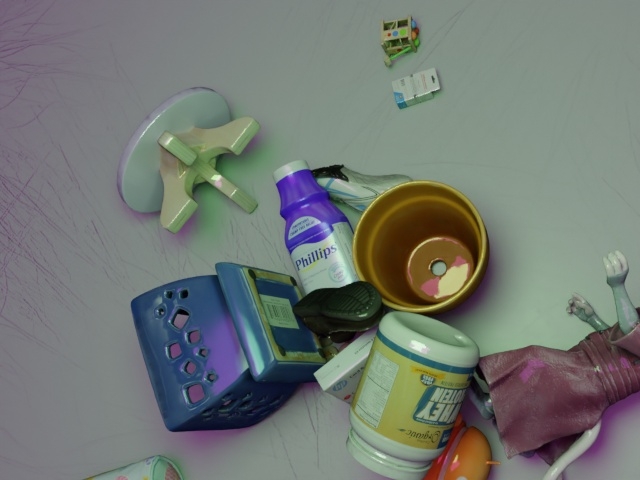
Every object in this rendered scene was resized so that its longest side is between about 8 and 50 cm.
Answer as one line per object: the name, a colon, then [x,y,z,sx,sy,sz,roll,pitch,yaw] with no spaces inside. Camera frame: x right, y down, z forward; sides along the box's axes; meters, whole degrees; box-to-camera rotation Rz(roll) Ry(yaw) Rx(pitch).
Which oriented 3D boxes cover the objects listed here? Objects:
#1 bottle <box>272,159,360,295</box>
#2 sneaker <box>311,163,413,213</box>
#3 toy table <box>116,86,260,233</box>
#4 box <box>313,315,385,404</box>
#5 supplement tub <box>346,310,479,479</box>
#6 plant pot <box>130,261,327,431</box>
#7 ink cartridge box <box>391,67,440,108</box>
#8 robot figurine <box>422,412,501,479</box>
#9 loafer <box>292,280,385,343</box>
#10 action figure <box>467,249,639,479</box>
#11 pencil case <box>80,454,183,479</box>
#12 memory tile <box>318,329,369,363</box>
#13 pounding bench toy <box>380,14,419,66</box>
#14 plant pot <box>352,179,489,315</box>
bottle: [0.000,0.000,1.281,0.118,0.092,0.282,-27,79,25]
sneaker: [0.060,-0.085,1.336,0.237,0.085,0.086,13,116,32]
toy table: [-0.239,-0.144,1.390,0.161,0.252,0.274,36,99,42]
box: [0.093,0.203,1.180,0.145,0.186,0.038,-39,53,6]
supplement tub: [0.124,0.214,1.035,0.144,0.144,0.199,22,101,24]
plant pot: [-0.138,0.167,1.234,0.212,0.236,0.236,-30,67,22]
ink cartridge box: [0.177,-0.280,1.368,0.083,0.028,0.048,-16,71,16]
robot figurine: [0.168,0.322,1.151,0.219,0.128,0.158,21,84,24]
loafer: [0.038,0.115,1.141,0.080,0.220,0.078,-39,104,-22]
action figure: [0.398,0.185,1.039,0.370,0.248,0.275,-26,69,15]
pencil case: [-0.377,0.475,1.325,0.273,0.113,0.124,-22,79,14]
memory tile: [0.026,0.164,1.313,0.148,0.012,0.113,-14,71,16]
pounding bench toy: [0.150,-0.368,1.390,0.065,0.052,0.083,-4,74,19]
plant pot: [0.175,0.030,1.197,0.205,0.188,0.205,-6,73,19]
